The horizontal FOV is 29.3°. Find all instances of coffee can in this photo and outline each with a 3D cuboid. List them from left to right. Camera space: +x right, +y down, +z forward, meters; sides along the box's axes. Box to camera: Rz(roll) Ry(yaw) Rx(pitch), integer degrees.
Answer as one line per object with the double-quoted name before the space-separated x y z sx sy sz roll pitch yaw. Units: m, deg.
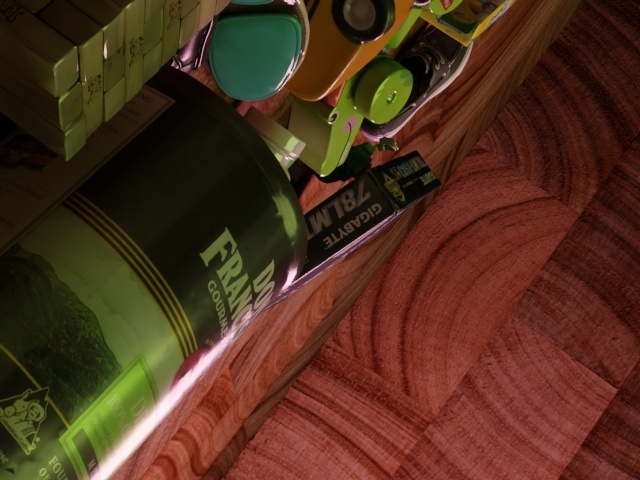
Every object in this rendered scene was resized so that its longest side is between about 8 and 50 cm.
"coffee can" -0.167 0.043 0.755 0.275 0.201 0.201 -48 169 -33

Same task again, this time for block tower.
"block tower" -0.080 -0.188 0.697 0.335 0.097 0.091 -48 168 -27

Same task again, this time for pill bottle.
"pill bottle" -0.086 -0.048 1.198 0.160 0.087 0.087 -55 171 3

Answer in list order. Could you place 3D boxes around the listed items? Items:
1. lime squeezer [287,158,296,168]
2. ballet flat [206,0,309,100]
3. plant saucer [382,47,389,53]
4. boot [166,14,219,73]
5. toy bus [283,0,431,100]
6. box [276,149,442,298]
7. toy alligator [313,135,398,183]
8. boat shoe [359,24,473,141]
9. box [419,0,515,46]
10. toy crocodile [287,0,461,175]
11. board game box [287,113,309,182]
"lime squeezer" -0.083 -0.031 1.381 0.310 0.059 0.110 -58 177 21
"ballet flat" -0.048 -0.194 0.904 0.086 0.086 0.248 -51 169 -20
"plant saucer" 0.067 -0.221 1.452 0.119 0.021 0.119 20 90 -88
"boot" -0.121 -0.133 0.859 0.099 0.045 0.121 -43 165 -26
"toy bus" 0.047 -0.265 0.944 0.108 0.130 0.332 -43 165 -48
"box" 0.000 0.000 1.588 0.295 0.073 0.293 -36 179 17
"toy alligator" 0.034 -0.098 1.542 0.051 0.056 0.190 -50 -162 -19
"boat shoe" 0.135 -0.236 1.701 0.228 0.080 0.076 -45 171 -10
"box" 0.177 -0.308 1.536 0.179 0.105 0.043 -43 165 -48
"toy crocodile" 0.047 -0.217 1.188 0.105 0.115 0.340 -9 136 -50
"board game box" -0.001 -0.145 1.468 0.103 0.026 0.154 -51 170 -21
